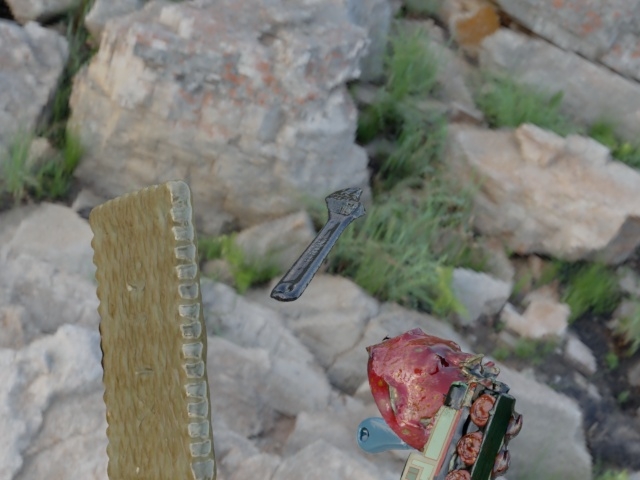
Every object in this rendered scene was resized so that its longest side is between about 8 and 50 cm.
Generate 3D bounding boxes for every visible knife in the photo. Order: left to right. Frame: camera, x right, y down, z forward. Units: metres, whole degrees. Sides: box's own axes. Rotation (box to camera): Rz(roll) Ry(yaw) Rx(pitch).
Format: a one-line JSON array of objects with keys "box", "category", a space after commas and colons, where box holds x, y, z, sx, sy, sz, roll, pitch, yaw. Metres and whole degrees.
[{"box": [0.143, 0.273, 1.529, 0.032, 0.244, 0.058, 22, 76, -45], "category": "knife"}]

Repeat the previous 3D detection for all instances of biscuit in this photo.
[{"box": [-0.179, 0.106, 1.233, 0.044, 0.217, 0.325, -2, 83, -37], "category": "biscuit"}]

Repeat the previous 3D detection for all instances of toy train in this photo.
[{"box": [0.085, 0.221, 0.884, 0.053, 0.085, 0.250, 33, 74, -43], "category": "toy train"}]

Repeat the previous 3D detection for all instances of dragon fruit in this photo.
[{"box": [0.135, 0.151, 1.310, 0.153, 0.111, 0.153, 36, 32, -27], "category": "dragon fruit"}]

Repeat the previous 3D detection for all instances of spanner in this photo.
[{"box": [0.000, 0.000, 1.067, 0.046, 0.012, 0.208, 1, 30, 22], "category": "spanner"}]
